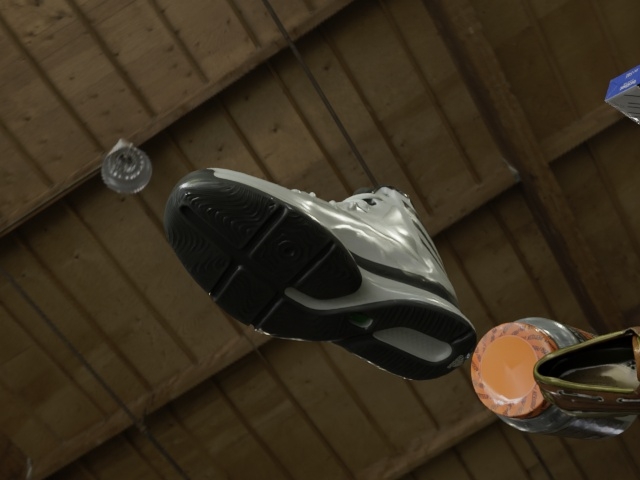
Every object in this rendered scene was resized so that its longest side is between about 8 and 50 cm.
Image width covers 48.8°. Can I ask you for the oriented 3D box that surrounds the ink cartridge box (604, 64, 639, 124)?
[{"bbox_3d":[0.569,-0.203,1.125,0.207,0.097,0.046,28,-110,-14],"label":"ink cartridge box"}]

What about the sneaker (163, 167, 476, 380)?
[{"bbox_3d":[0.000,0.001,0.944,0.447,0.258,0.169,30,-61,-25],"label":"sneaker"}]

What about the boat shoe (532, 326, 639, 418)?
[{"bbox_3d":[0.424,0.164,0.891,0.307,0.111,0.104,-22,-43,31],"label":"boat shoe"}]

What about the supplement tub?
[{"bbox_3d":[0.413,0.243,1.233,0.316,0.193,0.194,19,-71,-43],"label":"supplement tub"}]
